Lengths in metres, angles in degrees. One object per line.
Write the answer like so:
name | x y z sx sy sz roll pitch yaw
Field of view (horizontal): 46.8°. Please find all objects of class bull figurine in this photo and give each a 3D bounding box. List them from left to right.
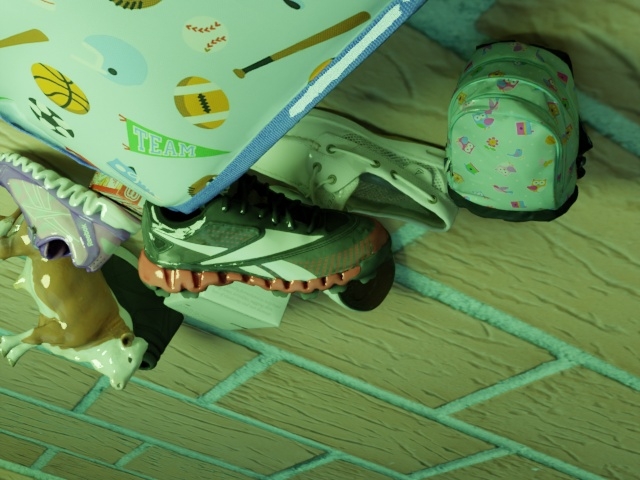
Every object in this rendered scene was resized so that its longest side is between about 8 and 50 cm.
bull figurine | -0.377 0.084 1.063 0.189 0.310 0.101 -21 -170 -19

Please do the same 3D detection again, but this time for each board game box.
board game box | -0.198 -0.045 0.917 0.147 0.045 0.193 31 172 -25

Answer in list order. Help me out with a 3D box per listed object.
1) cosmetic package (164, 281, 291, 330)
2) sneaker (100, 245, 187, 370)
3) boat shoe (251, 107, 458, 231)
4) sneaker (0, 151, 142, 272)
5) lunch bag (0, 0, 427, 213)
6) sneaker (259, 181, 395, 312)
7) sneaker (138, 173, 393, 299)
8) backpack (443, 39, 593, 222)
cosmetic package | -0.135 0.071 1.056 0.117 0.085 0.231 25 165 -18
sneaker | -0.336 0.104 1.173 0.105 0.146 0.296 -11 139 34
boat shoe | 0.025 -0.073 0.829 0.277 0.096 0.098 12 148 1
sneaker | -0.349 -0.033 0.957 0.237 0.104 0.095 26 173 21
lunch bag | -0.149 -0.211 0.557 0.328 0.238 0.385 31 133 -22
sneaker | 0.000 0.000 0.978 0.123 0.106 0.290 35 176 41
sneaker | -0.063 -0.013 0.774 0.276 0.097 0.135 -1 122 5
backpack | 0.189 -0.100 0.718 0.152 0.115 0.182 5 144 16
